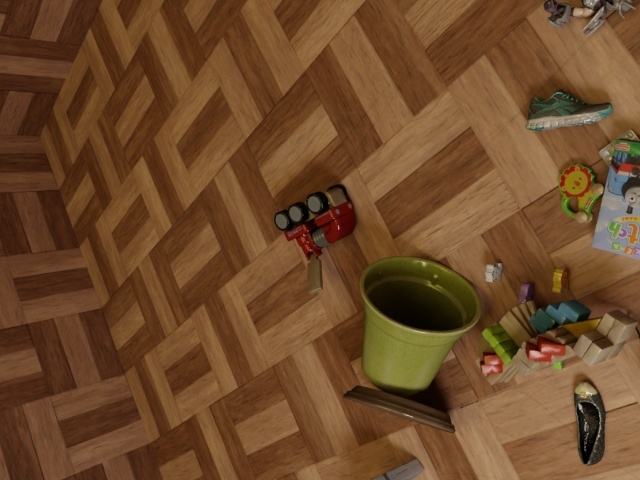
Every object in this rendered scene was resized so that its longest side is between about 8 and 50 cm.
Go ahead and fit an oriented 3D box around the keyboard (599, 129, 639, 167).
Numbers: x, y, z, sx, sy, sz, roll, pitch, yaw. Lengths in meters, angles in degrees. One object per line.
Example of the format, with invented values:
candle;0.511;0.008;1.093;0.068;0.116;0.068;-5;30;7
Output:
keyboard;0.619;-0.083;1.050;0.072;0.014;0.256;-42;68;39

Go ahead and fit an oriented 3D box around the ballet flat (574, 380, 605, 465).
ballet flat;0.550;0.375;1.162;0.058;0.049;0.173;-6;92;43

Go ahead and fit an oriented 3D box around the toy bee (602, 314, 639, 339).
toy bee;0.646;0.261;1.004;0.195;0.298;0.162;-17;116;11

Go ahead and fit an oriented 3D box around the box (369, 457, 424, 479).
box;0.164;0.640;1.475;0.038;0.186;0.145;57;130;30

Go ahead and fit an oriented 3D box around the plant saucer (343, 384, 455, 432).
plant saucer;0.192;0.407;1.383;0.278;0.278;0.041;2;68;43

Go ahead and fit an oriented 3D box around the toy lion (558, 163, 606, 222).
toy lion;0.516;-0.098;1.136;0.096;0.034;0.100;43;124;39

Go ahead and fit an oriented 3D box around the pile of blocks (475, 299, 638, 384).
pile of blocks;0.418;0.192;1.116;0.362;0.113;0.148;-37;65;53

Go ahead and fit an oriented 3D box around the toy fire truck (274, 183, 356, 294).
toy fire truck;0.000;0.000;1.572;0.217;0.158;0.246;-25;91;42

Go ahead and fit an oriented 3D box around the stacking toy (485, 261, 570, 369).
stacking toy;0.441;0.158;1.230;0.167;0.052;0.221;8;103;43

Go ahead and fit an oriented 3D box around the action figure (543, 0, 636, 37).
action figure;0.472;-0.506;1.066;0.285;0.099;0.185;48;117;22

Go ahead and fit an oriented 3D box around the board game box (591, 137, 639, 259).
board game box;0.602;-0.068;1.036;0.160;0.039;0.211;22;116;43

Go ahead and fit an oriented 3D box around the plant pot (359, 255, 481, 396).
plant pot;0.206;0.218;1.343;0.276;0.276;0.253;36;131;34

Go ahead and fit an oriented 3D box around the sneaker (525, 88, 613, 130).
sneaker;0.483;-0.262;1.119;0.167;0.065;0.076;0;93;42
